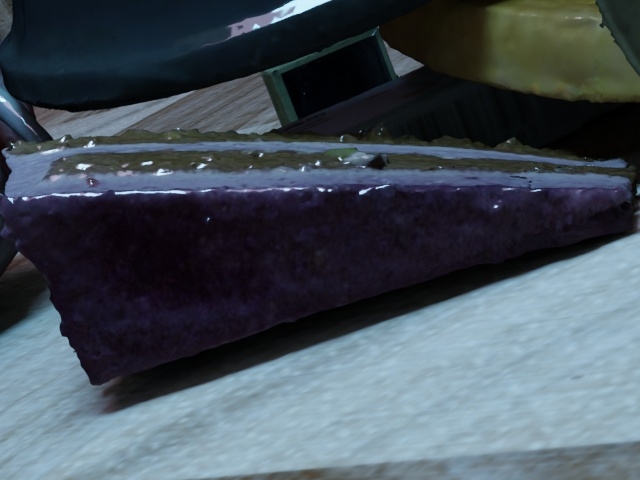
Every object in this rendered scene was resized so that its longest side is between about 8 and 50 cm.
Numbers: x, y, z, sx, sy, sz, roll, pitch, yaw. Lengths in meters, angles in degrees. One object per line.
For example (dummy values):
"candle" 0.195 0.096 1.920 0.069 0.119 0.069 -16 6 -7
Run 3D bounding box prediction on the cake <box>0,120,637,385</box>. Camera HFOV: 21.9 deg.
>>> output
"cake" 0.000 0.000 0.763 0.295 0.113 0.116 -7 16 4

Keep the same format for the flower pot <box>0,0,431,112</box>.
"flower pot" -0.041 -0.263 0.903 0.379 0.251 0.379 -18 22 8

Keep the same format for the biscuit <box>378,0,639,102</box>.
"biscuit" 0.228 -0.148 0.886 0.365 0.062 0.385 -27 28 -32

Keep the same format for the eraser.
"eraser" 0.024 -0.046 0.924 0.352 0.061 0.089 -25 15 -16

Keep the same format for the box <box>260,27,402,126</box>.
"box" 0.014 -0.089 1.078 0.083 0.079 0.035 -25 12 -11

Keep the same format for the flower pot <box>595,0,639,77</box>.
"flower pot" 0.219 -0.166 0.582 0.290 0.290 0.259 -18 16 11

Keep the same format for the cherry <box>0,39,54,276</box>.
"cherry" -0.338 -0.050 1.004 0.335 0.291 0.326 -22 -15 -14
